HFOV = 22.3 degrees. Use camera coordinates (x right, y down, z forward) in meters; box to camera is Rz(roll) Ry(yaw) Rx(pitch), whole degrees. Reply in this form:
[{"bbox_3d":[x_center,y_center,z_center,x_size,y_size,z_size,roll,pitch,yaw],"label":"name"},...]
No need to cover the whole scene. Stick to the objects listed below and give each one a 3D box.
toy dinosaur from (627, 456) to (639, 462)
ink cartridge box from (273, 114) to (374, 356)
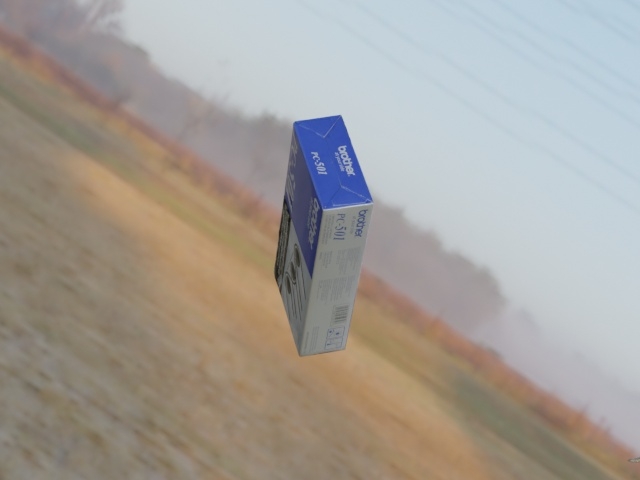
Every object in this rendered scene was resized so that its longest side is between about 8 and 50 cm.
[{"bbox_3d":[0.351,0.212,1.282,0.211,0.064,0.112,48,36,3],"label":"toy dinosaur"},{"bbox_3d":[0.000,0.000,1.376,0.207,0.046,0.097,100,-23,-52],"label":"ink cartridge box"}]
